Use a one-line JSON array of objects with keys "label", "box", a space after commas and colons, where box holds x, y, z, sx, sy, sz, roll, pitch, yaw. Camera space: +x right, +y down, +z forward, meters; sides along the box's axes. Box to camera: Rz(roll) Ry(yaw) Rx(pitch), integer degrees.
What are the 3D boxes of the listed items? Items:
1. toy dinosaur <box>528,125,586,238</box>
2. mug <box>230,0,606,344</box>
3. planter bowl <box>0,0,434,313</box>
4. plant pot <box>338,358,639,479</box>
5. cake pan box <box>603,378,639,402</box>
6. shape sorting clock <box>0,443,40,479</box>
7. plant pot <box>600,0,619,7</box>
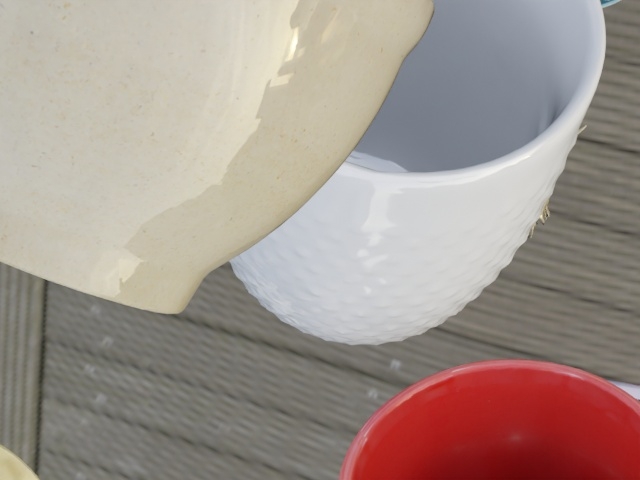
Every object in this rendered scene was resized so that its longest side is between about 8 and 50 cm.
[{"label": "toy dinosaur", "box": [0.243, -0.063, 1.525, 0.053, 0.092, 0.183, 25, 154, 10]}, {"label": "mug", "box": [0.009, -0.103, 1.049, 0.374, 0.276, 0.328, 47, 156, 20]}, {"label": "planter bowl", "box": [-0.064, -0.046, 0.379, 0.162, 0.162, 0.109, 23, 90, 3]}, {"label": "plant pot", "box": [0.165, 0.278, 1.153, 0.275, 0.275, 0.243, 3, 131, 15]}, {"label": "cake pan box", "box": [0.351, 0.207, 1.543, 0.246, 0.267, 0.070, 12, 80, -8]}, {"label": "shape sorting clock", "box": [-0.273, 0.216, 0.895, 0.206, 0.040, 0.206, -7, 109, -20]}, {"label": "plant pot", "box": [0.313, -0.440, 1.660, 0.290, 0.195, 0.290, 8, 114, 18]}]
